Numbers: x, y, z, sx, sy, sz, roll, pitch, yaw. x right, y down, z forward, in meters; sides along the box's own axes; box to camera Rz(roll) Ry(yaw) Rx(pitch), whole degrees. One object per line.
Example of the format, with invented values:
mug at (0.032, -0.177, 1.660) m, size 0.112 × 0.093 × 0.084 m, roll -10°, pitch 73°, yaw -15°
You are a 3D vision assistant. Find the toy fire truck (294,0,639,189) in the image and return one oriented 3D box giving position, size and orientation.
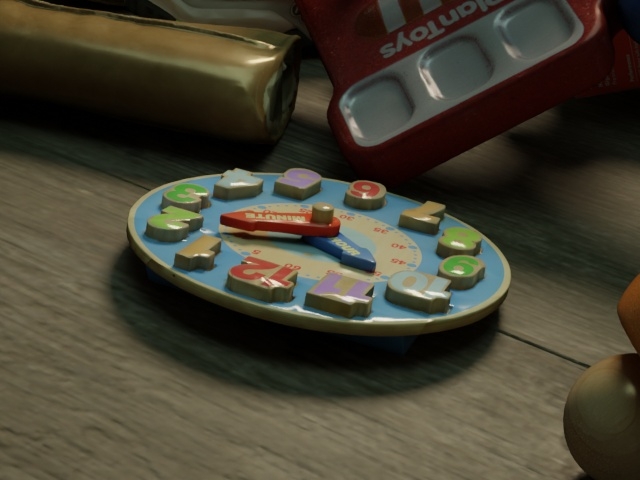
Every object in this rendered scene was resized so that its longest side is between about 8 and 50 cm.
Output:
toy fire truck at (0.128, -0.176, 0.982) m, size 0.302 × 0.169 × 0.254 m, roll -25°, pitch 46°, yaw 5°

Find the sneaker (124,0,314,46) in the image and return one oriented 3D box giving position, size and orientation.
sneaker at (0.043, -0.226, 1.175) m, size 0.384 × 0.147 × 0.145 m, roll -2°, pitch 25°, yaw -27°

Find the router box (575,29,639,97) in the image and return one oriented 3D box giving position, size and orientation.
router box at (0.335, -0.268, 1.171) m, size 0.301 × 0.082 × 0.335 m, roll -9°, pitch 43°, yaw 14°

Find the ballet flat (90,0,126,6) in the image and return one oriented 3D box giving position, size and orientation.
ballet flat at (-0.129, -0.251, 1.243) m, size 0.342 × 0.116 × 0.124 m, roll -4°, pitch 7°, yaw -26°

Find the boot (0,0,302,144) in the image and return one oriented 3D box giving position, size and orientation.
boot at (-0.159, -0.107, 0.931) m, size 0.269 × 0.089 × 0.236 m, roll 12°, pitch 25°, yaw 5°

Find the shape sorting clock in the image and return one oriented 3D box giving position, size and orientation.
shape sorting clock at (0.000, 0.000, 0.802) m, size 0.206 × 0.040 × 0.206 m, roll 7°, pitch 25°, yaw -3°

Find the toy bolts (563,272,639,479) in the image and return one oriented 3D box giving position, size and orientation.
toy bolts at (0.206, 0.108, 0.584) m, size 0.218 × 0.158 × 0.228 m, roll 48°, pitch 13°, yaw -8°
